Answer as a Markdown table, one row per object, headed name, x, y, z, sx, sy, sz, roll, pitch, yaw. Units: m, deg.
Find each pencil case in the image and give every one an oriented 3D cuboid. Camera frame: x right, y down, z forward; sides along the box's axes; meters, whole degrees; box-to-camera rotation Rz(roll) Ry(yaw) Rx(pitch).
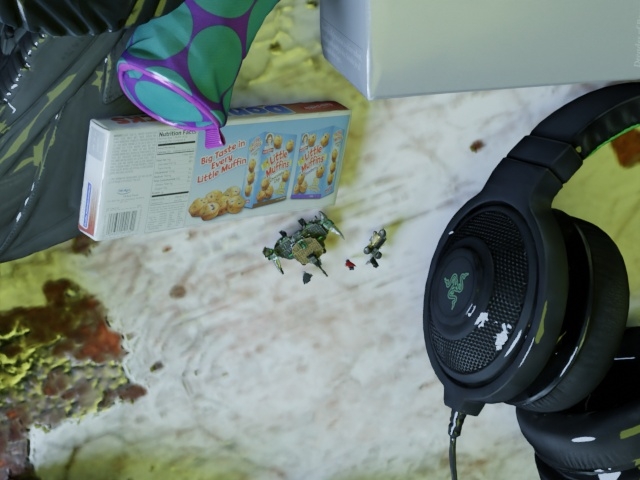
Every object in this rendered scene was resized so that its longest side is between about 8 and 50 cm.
| name | x | y | z | sx | sy | sz | roll | pitch | yaw |
| --- | --- | --- | --- | --- | --- | --- | --- | --- | --- |
| pencil case | -0.048 | -0.129 | 0.697 | 0.070 | 0.064 | 0.152 | 39 | 68 | -31 |

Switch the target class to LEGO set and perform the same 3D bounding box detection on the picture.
| name | x | y | z | sx | sy | sz | roll | pitch | yaw |
| --- | --- | --- | --- | --- | --- | --- | --- | --- | --- |
| LEGO set | 0.000 | 0.002 | 0.840 | 0.083 | 0.023 | 0.054 | 13 | 123 | -32 |

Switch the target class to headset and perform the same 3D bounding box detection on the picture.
| name | x | y | z | sx | sy | sz | roll | pitch | yaw |
| --- | --- | --- | --- | --- | --- | --- | --- | --- | --- |
| headset | 0.144 | 0.074 | 0.857 | 0.394 | 0.185 | 0.243 | -49 | 116 | -9 |

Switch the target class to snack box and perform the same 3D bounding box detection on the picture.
| name | x | y | z | sx | sy | sz | roll | pitch | yaw |
| --- | --- | --- | --- | --- | --- | --- | --- | --- | --- |
| snack box | -0.056 | -0.043 | 0.761 | 0.178 | 0.022 | 0.064 | -10 | 118 | -42 |

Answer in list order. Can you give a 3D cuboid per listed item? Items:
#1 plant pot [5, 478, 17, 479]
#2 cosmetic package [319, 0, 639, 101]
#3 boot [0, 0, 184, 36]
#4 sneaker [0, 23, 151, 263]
| name | x | y | z | sx | sy | sz | roll | pitch | yaw |
| --- | --- | --- | --- | --- | --- | --- | --- | --- | --- |
| plant pot | -0.176 | 0.211 | 0.836 | 0.109 | 0.096 | 0.109 | 16 | 105 | -18 |
| cosmetic package | 0.124 | -0.146 | 0.755 | 0.238 | 0.127 | 0.107 | -7 | 110 | -8 |
| boot | -0.205 | -0.167 | 0.644 | 0.246 | 0.207 | 0.094 | -8 | 116 | -30 |
| sneaker | -0.163 | -0.037 | 0.750 | 0.130 | 0.109 | 0.286 | 34 | 105 | -35 |
